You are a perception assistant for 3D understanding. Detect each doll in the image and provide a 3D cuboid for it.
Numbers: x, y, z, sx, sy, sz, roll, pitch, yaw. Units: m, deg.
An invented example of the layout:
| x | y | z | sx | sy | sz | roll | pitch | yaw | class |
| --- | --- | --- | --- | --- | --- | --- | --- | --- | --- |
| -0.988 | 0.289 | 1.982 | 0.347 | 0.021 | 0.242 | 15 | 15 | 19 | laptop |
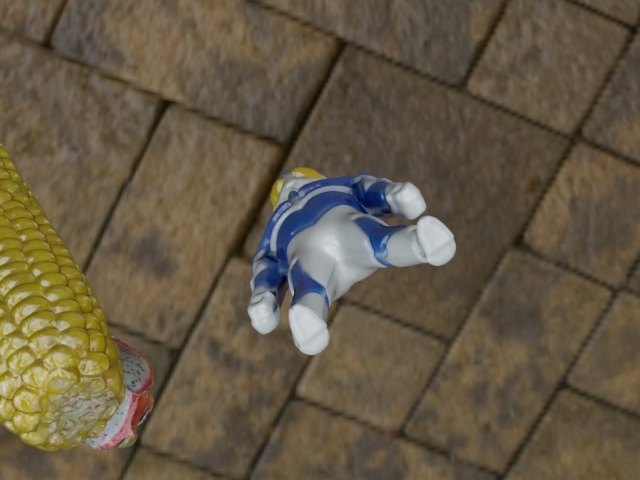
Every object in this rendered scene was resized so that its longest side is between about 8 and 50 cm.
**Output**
| x | y | z | sx | sy | sz | roll | pitch | yaw | class |
| --- | --- | --- | --- | --- | --- | --- | --- | --- | --- |
| 0.000 | 0.000 | 0.925 | 0.114 | 0.227 | 0.057 | -40 | 104 | 0 | doll |

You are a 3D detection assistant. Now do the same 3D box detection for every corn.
| x | y | z | sx | sy | sz | roll | pitch | yaw | class |
| --- | --- | --- | --- | --- | --- | --- | --- | --- | --- |
| -0.208 | -0.008 | 0.972 | 0.106 | 0.305 | 0.106 | -30 | 150 | -20 | corn |

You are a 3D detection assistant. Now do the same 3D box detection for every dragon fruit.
| x | y | z | sx | sy | sz | roll | pitch | yaw | class |
| --- | --- | --- | --- | --- | --- | --- | --- | --- | --- |
| -0.144 | 0.095 | 1.074 | 0.083 | 0.060 | 0.056 | 15 | 114 | 9 | dragon fruit |
